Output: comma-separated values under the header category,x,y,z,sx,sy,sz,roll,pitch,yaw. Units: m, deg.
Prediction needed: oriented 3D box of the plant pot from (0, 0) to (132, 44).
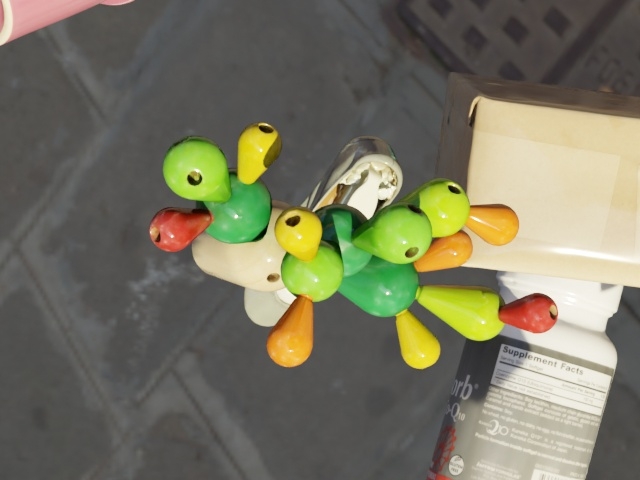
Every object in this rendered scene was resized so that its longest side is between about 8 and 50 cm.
category,x,y,z,sx,sy,sz,roll,pitch,yaw
plant pot,-0.237,-0.259,1.089,0.201,0.201,0.180,14,47,37

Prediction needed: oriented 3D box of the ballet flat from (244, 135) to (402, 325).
category,x,y,z,sx,sy,sz,roll,pitch,yaw
ballet flat,0.000,0.000,1.220,0.213,0.072,0.068,-56,27,13

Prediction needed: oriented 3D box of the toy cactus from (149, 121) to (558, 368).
category,x,y,z,sx,sy,sz,roll,pitch,yaw
toy cactus,-0.004,0.012,0.678,0.180,0.219,0.112,-2,77,54

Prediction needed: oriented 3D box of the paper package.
category,x,y,z,sx,sy,sz,roll,pitch,yaw
paper package,0.290,-0.063,1.378,0.325,0.309,0.168,6,102,-1

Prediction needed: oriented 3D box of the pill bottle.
category,x,y,z,sx,sy,sz,roll,pitch,yaw
pill bottle,0.289,0.210,1.848,0.210,0.210,0.362,13,85,37
